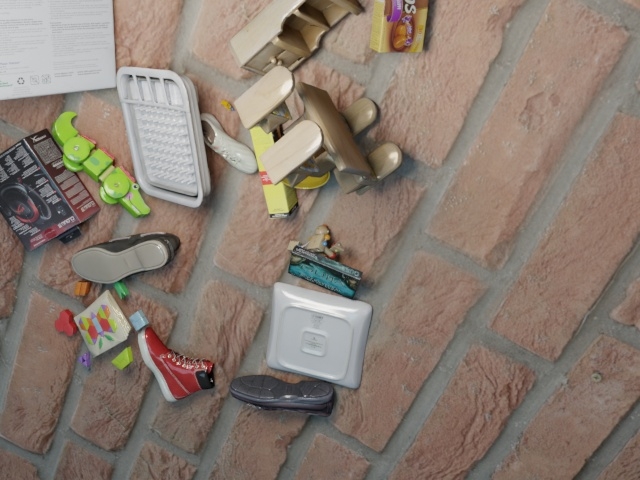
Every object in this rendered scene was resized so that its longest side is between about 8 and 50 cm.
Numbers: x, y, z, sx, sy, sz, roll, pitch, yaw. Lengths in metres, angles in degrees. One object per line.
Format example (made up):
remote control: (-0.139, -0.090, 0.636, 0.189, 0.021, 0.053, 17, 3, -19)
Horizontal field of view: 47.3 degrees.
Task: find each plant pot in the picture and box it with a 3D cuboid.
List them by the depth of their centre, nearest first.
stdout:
plant pot: (-0.041, -0.198, 1.726, 0.134, 0.095, 0.134, 4, 151, 2)

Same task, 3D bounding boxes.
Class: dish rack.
dish rack: (-0.374, -0.261, 1.794, 0.285, 0.072, 0.333, 15, 120, 40)

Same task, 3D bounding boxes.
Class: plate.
plate: (-0.014, 0.268, 1.984, 0.277, 0.045, 0.278, 13, 116, 11)

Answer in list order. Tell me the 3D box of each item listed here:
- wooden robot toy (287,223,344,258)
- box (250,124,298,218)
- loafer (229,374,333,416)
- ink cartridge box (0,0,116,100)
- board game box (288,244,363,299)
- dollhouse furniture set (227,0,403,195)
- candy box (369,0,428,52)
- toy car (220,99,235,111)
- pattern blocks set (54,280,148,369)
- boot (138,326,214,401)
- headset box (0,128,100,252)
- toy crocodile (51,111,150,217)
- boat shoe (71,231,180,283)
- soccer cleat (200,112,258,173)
wooden robot toy: (0.000, 0.000, 1.858, 0.173, 0.079, 0.076, -7, 147, 44)
box: (-0.112, -0.176, 1.793, 0.058, 0.087, 0.232, -4, 113, 18)
loafer: (-0.111, 0.450, 2.062, 0.302, 0.109, 0.095, 2, 118, 12)
ink cartridge box: (-0.638, -0.503, 1.685, 0.071, 0.324, 0.330, 27, 123, 43)
board game box: (0.010, 0.082, 1.867, 0.186, 0.026, 0.126, 22, 151, 5)
dollhouse furniture set: (0.014, -0.327, 1.551, 0.256, 0.362, 0.394, -35, 71, 27)
candy box: (0.172, -0.499, 1.558, 0.109, 0.053, 0.187, -5, 118, -22)
toy car: (-0.177, -0.342, 1.777, 0.122, 0.060, 0.040, 8, 161, 31)
pattern blocks set: (-0.638, 0.246, 2.120, 0.285, 0.026, 0.325, 50, 120, 11)
boot: (-0.407, 0.338, 2.115, 0.176, 0.088, 0.244, -21, 106, 16)
headset box: (-0.764, -0.121, 1.993, 0.218, 0.110, 0.293, -26, 104, 25)
toy crocodile: (-0.575, -0.191, 1.919, 0.340, 0.105, 0.115, 44, 159, -6)
boat shoe: (-0.535, 0.044, 2.023, 0.335, 0.095, 0.112, -9, 107, 25)
soccer cleat: (-0.237, -0.233, 1.809, 0.196, 0.076, 0.068, 45, 117, -6)
